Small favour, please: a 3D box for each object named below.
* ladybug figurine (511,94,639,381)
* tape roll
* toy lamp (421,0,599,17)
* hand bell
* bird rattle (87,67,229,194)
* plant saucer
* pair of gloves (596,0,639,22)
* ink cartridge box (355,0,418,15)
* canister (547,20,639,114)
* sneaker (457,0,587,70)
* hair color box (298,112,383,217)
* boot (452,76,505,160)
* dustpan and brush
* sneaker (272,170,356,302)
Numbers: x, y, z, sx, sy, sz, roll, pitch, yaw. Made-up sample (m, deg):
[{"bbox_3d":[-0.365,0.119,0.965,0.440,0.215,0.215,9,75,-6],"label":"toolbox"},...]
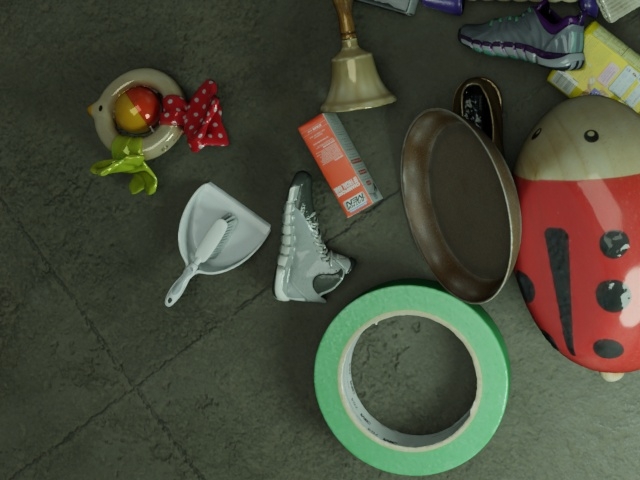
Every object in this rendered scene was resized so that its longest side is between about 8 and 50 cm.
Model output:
[{"bbox_3d":[0.404,0.012,1.704,0.305,0.162,0.449,1,110,46],"label":"ladybug figurine"},{"bbox_3d":[0.153,0.225,1.889,0.321,0.077,0.321,2,97,13],"label":"tape roll"},{"bbox_3d":[0.295,-0.389,1.783,0.275,0.080,0.080,5,98,10],"label":"toy lamp"},{"bbox_3d":[0.045,-0.333,1.803,0.126,0.126,0.242,-5,103,13],"label":"hand bell"},{"bbox_3d":[-0.288,-0.204,1.916,0.253,0.143,0.207,-40,71,11],"label":"bird rattle"},{"bbox_3d":[0.221,-0.057,1.759,0.050,0.311,0.310,-17,94,-23],"label":"plant saucer"},{"bbox_3d":[0.489,-0.463,1.691,0.204,0.042,0.240,-21,109,-8],"label":"pair of gloves"},{"bbox_3d":[0.045,-0.548,1.824,0.304,0.072,0.307,17,102,11],"label":"ink cartridge box"},{"bbox_3d":[0.453,-0.244,1.765,0.170,0.073,0.126,40,103,7],"label":"canister"},{"bbox_3d":[0.314,-0.328,1.748,0.224,0.083,0.098,21,115,37],"label":"sneaker"},{"bbox_3d":[0.034,-0.125,1.864,0.053,0.093,0.167,-30,89,15],"label":"hair color box"},{"bbox_3d":[0.252,-0.106,1.807,0.112,0.115,0.305,-6,97,11],"label":"boot"},{"bbox_3d":[-0.201,0.024,1.951,0.147,0.060,0.211,35,103,6],"label":"dustpan and brush"},{"bbox_3d":[0.000,0.000,1.900,0.132,0.086,0.228,11,109,7],"label":"sneaker"}]
